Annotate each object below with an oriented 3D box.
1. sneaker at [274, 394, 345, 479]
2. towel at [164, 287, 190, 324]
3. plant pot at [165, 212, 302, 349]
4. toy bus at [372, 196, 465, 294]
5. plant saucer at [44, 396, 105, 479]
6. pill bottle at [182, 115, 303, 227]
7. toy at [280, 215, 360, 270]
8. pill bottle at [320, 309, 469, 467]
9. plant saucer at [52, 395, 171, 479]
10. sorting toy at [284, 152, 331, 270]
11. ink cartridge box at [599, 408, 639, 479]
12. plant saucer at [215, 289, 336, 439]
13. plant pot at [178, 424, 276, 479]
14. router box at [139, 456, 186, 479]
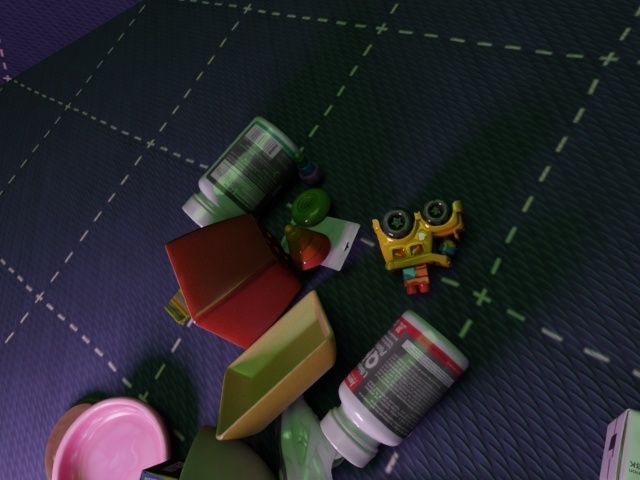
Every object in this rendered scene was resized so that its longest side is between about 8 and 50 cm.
[{"bbox_3d":[-0.028,0.462,1.101,0.152,0.114,0.305,-2,49,-11],"label":"sneaker"},{"bbox_3d":[-0.386,0.139,1.468,0.102,0.021,0.237,31,82,33],"label":"towel"},{"bbox_3d":[-0.208,0.090,1.264,0.236,0.267,0.267,-34,56,3],"label":"plant pot"},{"bbox_3d":[0.255,0.019,1.150,0.220,0.149,0.211,-14,74,16],"label":"toy bus"},{"bbox_3d":[-0.706,0.602,1.388,0.278,0.041,0.278,-12,61,21],"label":"plant saucer"},{"bbox_3d":[-0.236,-0.180,1.440,0.361,0.204,0.204,-48,55,-2],"label":"pill bottle"},{"bbox_3d":[0.000,0.000,1.327,0.237,0.056,0.137,17,78,37],"label":"toy"},{"bbox_3d":[0.152,0.321,1.021,0.318,0.176,0.176,-48,55,-2],"label":"pill bottle"},{"bbox_3d":[-0.540,0.591,1.258,0.332,0.084,0.332,-5,65,12],"label":"plant saucer"},{"bbox_3d":[-0.052,-0.103,1.304,0.127,0.126,0.365,-16,52,23],"label":"sorting toy"},{"bbox_3d":[0.566,0.361,0.740,0.197,0.273,0.114,10,71,29],"label":"ink cartridge box"},{"bbox_3d":[-0.091,0.295,1.130,0.333,0.081,0.333,-43,13,2],"label":"plant saucer"},{"bbox_3d":[-0.203,0.574,1.043,0.191,0.284,0.284,12,70,0],"label":"plant pot"},{"bbox_3d":[-0.354,0.626,1.042,0.081,0.309,0.243,12,70,1],"label":"router box"}]
